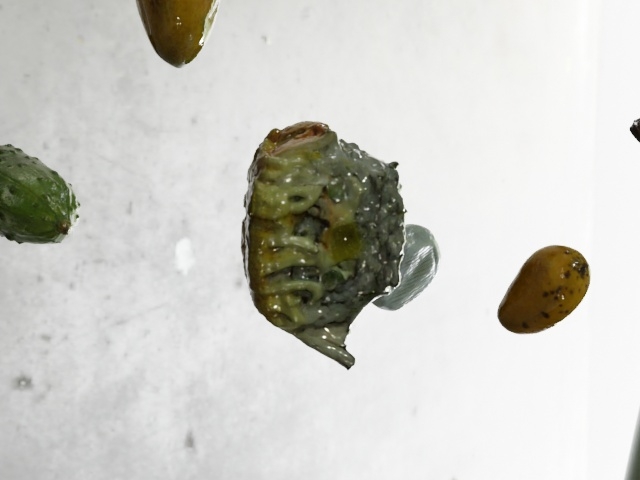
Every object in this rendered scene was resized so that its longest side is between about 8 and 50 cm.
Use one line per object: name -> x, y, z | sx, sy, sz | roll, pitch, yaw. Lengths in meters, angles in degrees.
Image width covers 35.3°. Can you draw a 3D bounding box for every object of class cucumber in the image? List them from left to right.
cucumber -> -0.412, -0.051, 1.420 | 0.134, 0.244, 0.134 | -19, 120, -37

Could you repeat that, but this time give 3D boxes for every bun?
bun -> 0.114, 0.035, 1.514 | 0.140, 0.083, 0.141 | -31, 144, -26

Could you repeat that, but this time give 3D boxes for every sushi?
sushi -> 0.000, 0.000, 1.183 | 0.139, 0.184, 0.274 | -113, -154, -70

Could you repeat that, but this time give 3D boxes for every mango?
mango -> -0.130, -0.246, 0.914 | 0.115, 0.089, 0.165 | 121, -29, -57
mango -> 0.229, 0.053, 1.041 | 0.057, 0.114, 0.079 | 26, 32, -39

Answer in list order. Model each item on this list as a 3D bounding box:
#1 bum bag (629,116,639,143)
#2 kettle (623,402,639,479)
bum bag -> 0.410, -0.106, 1.077 | 0.159, 0.109, 0.026 | -23, 157, -29
kettle -> 0.511, 0.230, 1.324 | 0.265, 0.205, 0.318 | -103, -166, -63
